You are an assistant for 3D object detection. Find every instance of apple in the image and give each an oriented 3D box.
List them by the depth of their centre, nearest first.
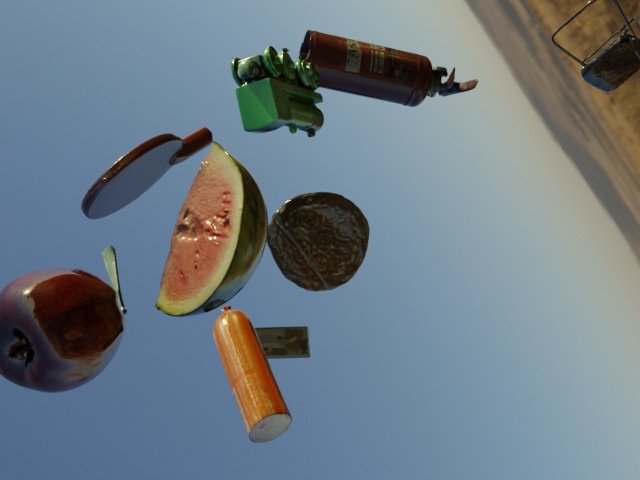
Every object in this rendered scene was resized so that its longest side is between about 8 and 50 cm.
[{"bbox_3d":[-0.452,0.150,1.473,0.234,0.234,0.234,49,-160,-24],"label":"apple"}]

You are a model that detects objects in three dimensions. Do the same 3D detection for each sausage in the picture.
[{"bbox_3d":[-0.148,0.250,1.711,0.093,0.093,0.312,38,-162,-47],"label":"sausage"}]

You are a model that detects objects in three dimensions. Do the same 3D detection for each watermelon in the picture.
[{"bbox_3d":[-0.150,0.001,1.440,0.159,0.303,0.128,20,-177,41],"label":"watermelon"}]

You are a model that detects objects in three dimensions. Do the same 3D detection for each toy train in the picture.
[{"bbox_3d":[-0.056,-0.217,1.287,0.251,0.085,0.119,-7,-96,-70],"label":"toy train"}]

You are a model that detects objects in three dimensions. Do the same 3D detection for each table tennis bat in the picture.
[{"bbox_3d":[-0.414,-0.177,2.081,0.051,0.268,0.414,47,-132,5],"label":"table tennis bat"}]

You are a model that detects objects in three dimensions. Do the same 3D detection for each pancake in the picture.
[{"bbox_3d":[0.000,0.000,2.044,0.250,0.250,0.031,54,180,-13],"label":"pancake"}]

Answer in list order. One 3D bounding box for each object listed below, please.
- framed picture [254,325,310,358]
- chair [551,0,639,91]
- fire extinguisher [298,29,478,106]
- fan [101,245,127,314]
[{"bbox_3d":[-0.126,0.237,1.988,0.136,0.200,0.010,-97,7,-66],"label":"framed picture"},{"bbox_3d":[0.585,-0.351,1.670,0.140,0.145,0.221,18,-141,-43],"label":"chair"},{"bbox_3d":[0.131,-0.325,1.644,0.147,0.337,0.106,165,113,-77],"label":"fire extinguisher"},{"bbox_3d":[-0.474,0.093,1.975,0.016,0.038,0.193,33,-152,-50],"label":"fan"}]
